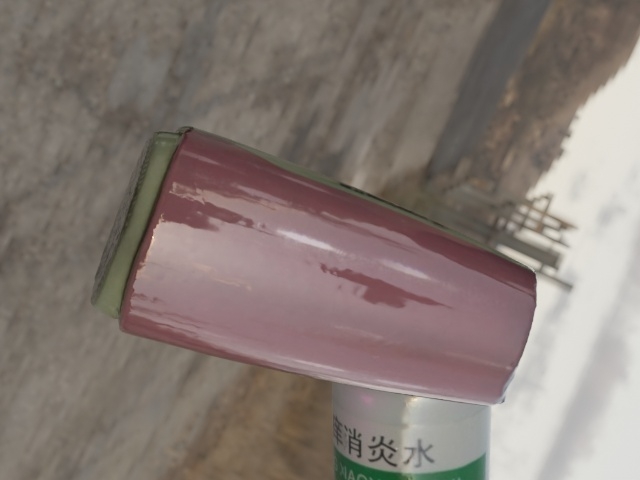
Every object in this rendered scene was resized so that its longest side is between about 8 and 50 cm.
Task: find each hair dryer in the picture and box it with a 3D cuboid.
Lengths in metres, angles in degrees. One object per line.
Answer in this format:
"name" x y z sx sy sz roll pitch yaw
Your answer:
"hair dryer" -0.007 -0.003 0.455 0.154 0.106 0.054 -117 -135 -75

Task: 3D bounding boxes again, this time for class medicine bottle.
"medicine bottle" 0.053 0.138 0.944 0.095 0.095 0.260 -53 144 -69
